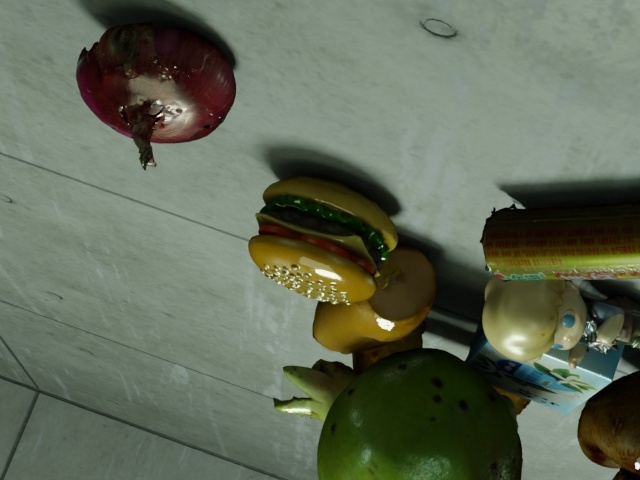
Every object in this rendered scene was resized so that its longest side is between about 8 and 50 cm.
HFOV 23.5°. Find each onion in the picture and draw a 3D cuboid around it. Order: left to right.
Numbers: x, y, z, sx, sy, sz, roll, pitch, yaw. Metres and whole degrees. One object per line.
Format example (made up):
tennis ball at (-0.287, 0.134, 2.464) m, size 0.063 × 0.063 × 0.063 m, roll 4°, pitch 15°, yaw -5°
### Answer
onion at (-0.154, -0.119, 1.409) m, size 0.150 × 0.140 × 0.150 m, roll 4°, pitch 155°, yaw 2°

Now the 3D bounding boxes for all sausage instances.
sausage at (0.052, 0.082, 1.852) m, size 0.112 × 0.112 × 0.328 m, roll 23°, pitch 163°, yaw -8°
sausage at (0.299, -0.002, 1.362) m, size 0.082 × 0.082 × 0.371 m, roll 32°, pitch 160°, yaw -33°

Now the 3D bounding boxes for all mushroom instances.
mushroom at (0.399, 0.208, 1.794) m, size 0.138 × 0.194 × 0.231 m, roll 66°, pitch 165°, yaw 1°

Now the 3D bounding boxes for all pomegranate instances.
pomegranate at (0.092, 0.247, 1.861) m, size 0.341 × 0.260 × 0.260 m, roll 23°, pitch 166°, yaw 29°

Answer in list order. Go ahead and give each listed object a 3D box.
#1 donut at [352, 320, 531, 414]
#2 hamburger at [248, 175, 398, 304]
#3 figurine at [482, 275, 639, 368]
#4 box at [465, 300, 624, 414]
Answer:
donut at (0.144, 0.190, 2.019) m, size 0.259 × 0.152 × 0.101 m, roll 22°, pitch 171°, yaw 3°
hamburger at (0.000, 0.000, 1.646) m, size 0.162 × 0.115 × 0.162 m, roll 20°, pitch 165°, yaw 6°
figurine at (0.267, 0.087, 1.636) m, size 0.196 × 0.108 × 0.114 m, roll 17°, pitch 161°, yaw -11°
box at (0.259, 0.125, 1.796) m, size 0.143 × 0.083 × 0.232 m, roll 21°, pitch 163°, yaw 1°
